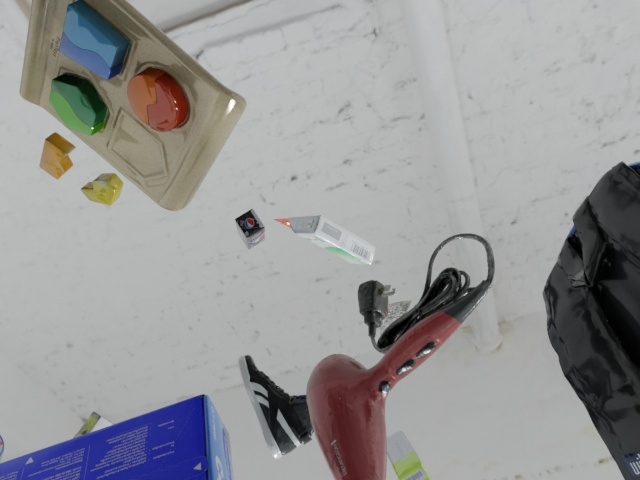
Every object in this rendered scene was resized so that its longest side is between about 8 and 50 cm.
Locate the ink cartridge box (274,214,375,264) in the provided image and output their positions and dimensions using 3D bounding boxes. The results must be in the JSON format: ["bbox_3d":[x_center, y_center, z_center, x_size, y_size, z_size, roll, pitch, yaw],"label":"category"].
[{"bbox_3d":[0.000,0.000,1.384,0.225,0.181,0.056,-3,-117,56],"label":"ink cartridge box"}]

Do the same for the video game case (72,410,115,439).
[{"bbox_3d":[-0.412,0.476,1.074,0.042,0.232,0.210,6,-127,45],"label":"video game case"}]

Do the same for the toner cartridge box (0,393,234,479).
[{"bbox_3d":[-0.248,0.270,0.484,0.348,0.075,0.165,-18,-145,-3],"label":"toner cartridge box"}]

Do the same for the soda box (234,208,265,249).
[{"bbox_3d":[-0.176,-0.026,1.417,0.053,0.060,0.169,-33,174,-10],"label":"soda box"}]

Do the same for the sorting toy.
[{"bbox_3d":[-0.236,-0.124,0.630,0.307,0.229,0.041,-45,-170,47],"label":"sorting toy"}]

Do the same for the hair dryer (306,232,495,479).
[{"bbox_3d":[0.063,0.128,0.583,0.224,0.080,0.293,-37,-151,54],"label":"hair dryer"}]

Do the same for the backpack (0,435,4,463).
[{"bbox_3d":[-0.684,0.391,1.055,0.116,0.173,0.158,-55,176,12],"label":"backpack"}]

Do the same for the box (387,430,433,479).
[{"bbox_3d":[0.138,0.346,0.805,0.043,0.109,0.178,-30,178,-3],"label":"box"}]

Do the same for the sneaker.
[{"bbox_3d":[-0.078,0.313,1.128,0.121,0.079,0.216,-22,-117,-9],"label":"sneaker"}]

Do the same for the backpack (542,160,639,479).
[{"bbox_3d":[0.313,0.055,0.409,0.213,0.276,0.263,-16,-130,-31],"label":"backpack"}]
